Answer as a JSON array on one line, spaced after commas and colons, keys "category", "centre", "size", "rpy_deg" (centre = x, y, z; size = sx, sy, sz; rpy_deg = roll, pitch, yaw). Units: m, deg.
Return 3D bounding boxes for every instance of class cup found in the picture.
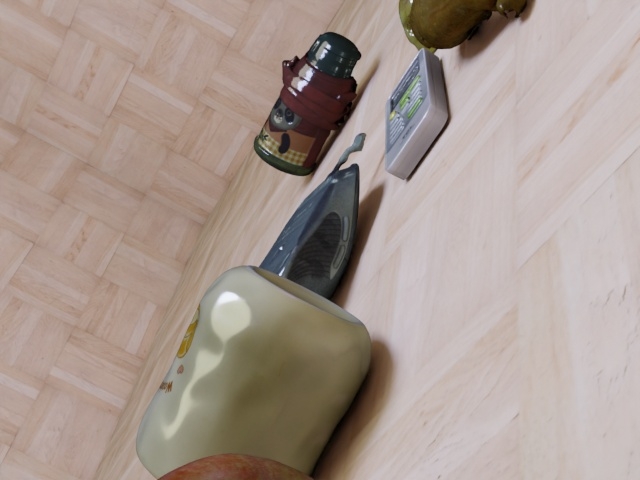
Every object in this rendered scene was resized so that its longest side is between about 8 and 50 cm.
[{"category": "cup", "centre": [-0.037, 0.151, 0.918], "size": [0.173, 0.255, 0.202], "rpy_deg": [29, 92, 37]}]

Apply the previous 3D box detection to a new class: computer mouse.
[{"category": "computer mouse", "centre": [0.000, 0.000, 1.206], "size": [0.167, 0.090, 0.379], "rpy_deg": [-35, 22, 55]}]

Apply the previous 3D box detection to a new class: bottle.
[{"category": "bottle", "centre": [-0.021, -0.266, 1.765], "size": [0.271, 0.156, 0.143], "rpy_deg": [-62, 4, 23]}]

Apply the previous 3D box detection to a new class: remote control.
[{"category": "remote control", "centre": [0.121, -0.168, 1.199], "size": [0.103, 0.034, 0.250], "rpy_deg": [-56, 12, 27]}]

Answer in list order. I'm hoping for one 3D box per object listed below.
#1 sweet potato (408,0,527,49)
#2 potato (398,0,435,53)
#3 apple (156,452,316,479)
[{"category": "sweet potato", "centre": [0.166, -0.289, 1.140], "size": [0.124, 0.098, 0.310], "rpy_deg": [-38, 13, 8]}, {"category": "potato", "centre": [0.170, -0.357, 1.322], "size": [0.149, 0.081, 0.120], "rpy_deg": [-65, 9, -19]}, {"category": "apple", "centre": [-0.062, 0.243, 0.614], "size": [0.188, 0.188, 0.173], "rpy_deg": [-73, 5, -47]}]
